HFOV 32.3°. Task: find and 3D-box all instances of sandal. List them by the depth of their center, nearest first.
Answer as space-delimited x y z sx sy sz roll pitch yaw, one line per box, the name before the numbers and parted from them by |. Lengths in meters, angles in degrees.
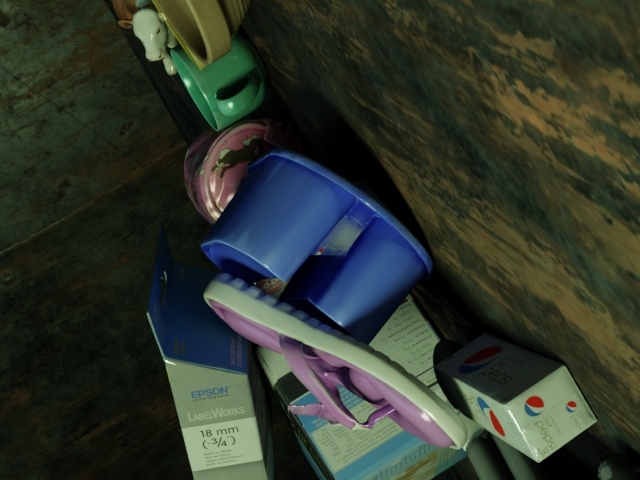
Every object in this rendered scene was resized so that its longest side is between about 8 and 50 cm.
sandal | 0.001 0.163 1.289 0.416 0.102 0.169 25 164 45

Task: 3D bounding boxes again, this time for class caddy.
caddy | 0.000 0.000 1.353 0.241 0.179 0.341 37 169 -10

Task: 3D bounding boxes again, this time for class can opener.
can opener | 0.191 0.233 1.252 0.093 0.074 0.280 28 -157 -38

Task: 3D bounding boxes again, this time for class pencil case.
pencil case | -0.125 -0.106 1.709 0.386 0.167 0.160 -159 59 -77

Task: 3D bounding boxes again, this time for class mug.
mug | -0.126 -0.220 1.518 0.158 0.097 0.129 55 170 22

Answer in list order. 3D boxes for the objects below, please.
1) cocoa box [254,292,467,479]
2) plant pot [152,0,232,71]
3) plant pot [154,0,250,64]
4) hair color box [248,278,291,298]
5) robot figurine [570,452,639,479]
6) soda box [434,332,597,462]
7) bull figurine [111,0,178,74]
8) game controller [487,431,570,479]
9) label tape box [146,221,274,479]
cocoa box | 0.074 0.241 1.602 0.228 0.231 0.347 56 171 22
plant pot | -0.146 -0.291 1.362 0.134 0.095 0.134 56 178 3
plant pot | -0.137 -0.316 1.183 0.237 0.109 0.237 57 172 13
hair color box | -0.061 0.005 1.733 0.105 0.174 0.347 58 172 -10
robot figurine | 0.269 0.326 1.004 0.209 0.173 0.278 56 173 -23
soda box | 0.193 0.155 1.133 0.069 0.074 0.216 59 172 -10
bull figurine | -0.280 -0.375 1.831 0.310 0.101 0.188 59 180 40
game controller | 0.286 0.332 1.287 0.166 0.067 0.319 62 172 -28
label tape box | -0.140 0.166 1.498 0.241 0.105 0.334 -97 -2 -60
